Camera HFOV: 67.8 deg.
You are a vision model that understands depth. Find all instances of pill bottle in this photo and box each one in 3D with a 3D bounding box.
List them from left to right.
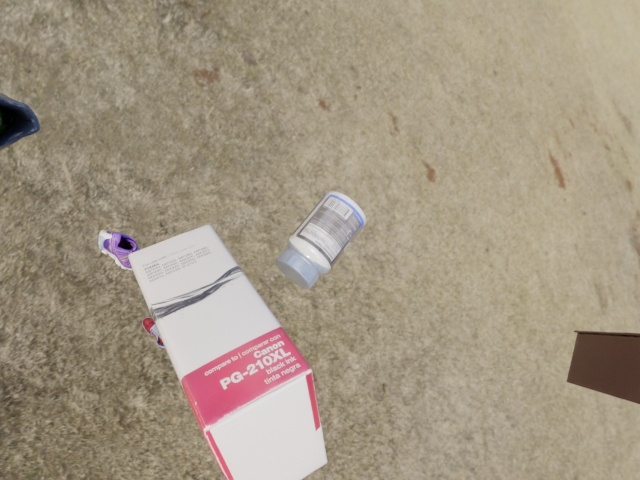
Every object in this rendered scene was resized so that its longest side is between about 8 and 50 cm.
[{"bbox_3d":[0.000,0.000,0.707,0.078,0.078,0.137,47,70,-22],"label":"pill bottle"}]

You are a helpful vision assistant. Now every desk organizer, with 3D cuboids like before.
[{"bbox_3d":[0.253,0.105,0.388,0.130,0.047,0.050,60,46,-79],"label":"desk organizer"}]

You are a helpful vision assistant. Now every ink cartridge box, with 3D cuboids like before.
[{"bbox_3d":[-0.098,0.120,0.496,0.100,0.237,0.172,-24,134,-20],"label":"ink cartridge box"}]

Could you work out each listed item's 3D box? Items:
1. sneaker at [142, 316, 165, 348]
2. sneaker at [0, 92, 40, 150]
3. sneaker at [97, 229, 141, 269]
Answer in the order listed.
[{"bbox_3d":[-0.402,0.230,1.185,0.118,0.067,0.042,38,75,8],"label":"sneaker"},{"bbox_3d":[-0.449,-0.122,0.531,0.300,0.121,0.111,-73,165,-60],"label":"sneaker"},{"bbox_3d":[-0.478,0.027,1.183,0.170,0.071,0.069,62,30,-66],"label":"sneaker"}]
